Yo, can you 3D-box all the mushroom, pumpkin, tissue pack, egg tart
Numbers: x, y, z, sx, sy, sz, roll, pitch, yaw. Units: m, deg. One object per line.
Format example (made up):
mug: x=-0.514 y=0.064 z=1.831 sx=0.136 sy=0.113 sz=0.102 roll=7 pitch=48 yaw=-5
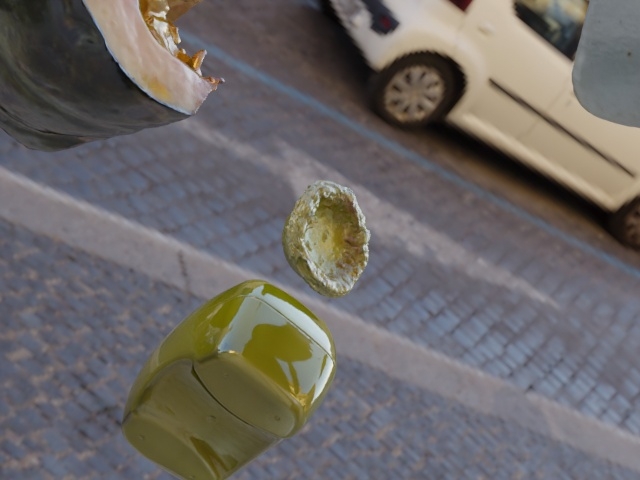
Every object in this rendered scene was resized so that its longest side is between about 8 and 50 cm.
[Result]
mushroom: x=0.375 y=-0.224 z=1.048 sx=0.397 sy=0.177 sz=0.126 roll=-26 pitch=42 yaw=-28
pumpkin: x=-0.206 y=-0.245 z=1.192 sx=0.256 sy=0.225 sz=0.303 roll=49 pitch=43 yaw=-27
tissue pack: x=-0.073 y=0.113 z=1.075 sx=0.123 sy=0.178 sz=0.127 roll=40 pitch=38 yaw=-16
egg tart: x=0.000 y=0.000 z=1.106 sx=0.105 sy=0.039 sz=0.105 roll=4 pitch=85 yaw=-50
